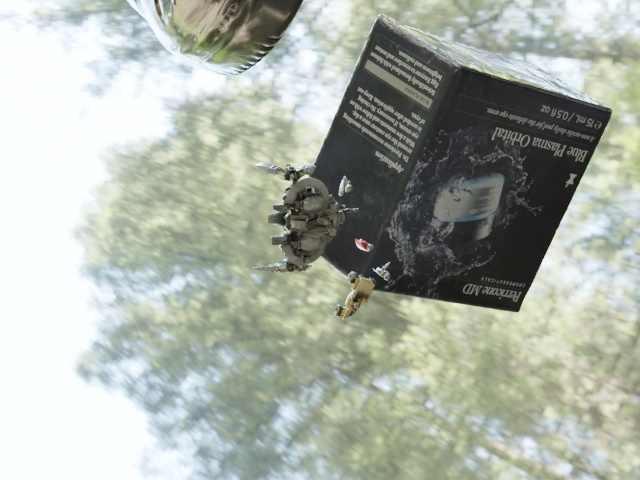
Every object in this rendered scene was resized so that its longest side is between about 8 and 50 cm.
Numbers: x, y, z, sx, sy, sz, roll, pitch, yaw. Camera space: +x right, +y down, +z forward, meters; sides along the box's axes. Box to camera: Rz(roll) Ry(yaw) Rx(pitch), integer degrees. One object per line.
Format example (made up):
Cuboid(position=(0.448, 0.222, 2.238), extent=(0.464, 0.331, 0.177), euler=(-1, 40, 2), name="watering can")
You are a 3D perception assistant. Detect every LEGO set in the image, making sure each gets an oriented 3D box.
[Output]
Cuboid(position=(0.002, -0.001, 0.699), extent=(0.083, 0.023, 0.054), euler=(31, -90, -30), name="LEGO set")

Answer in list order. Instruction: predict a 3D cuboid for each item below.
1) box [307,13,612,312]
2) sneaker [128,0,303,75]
Cuboid(position=(0.086, -0.047, 1.102), extent=(0.156, 0.093, 0.158), euler=(10, -70, -42), name="box")
Cuboid(position=(-0.058, -0.087, 0.385), extent=(0.089, 0.170, 0.051), euler=(27, -83, -21), name="sneaker")
